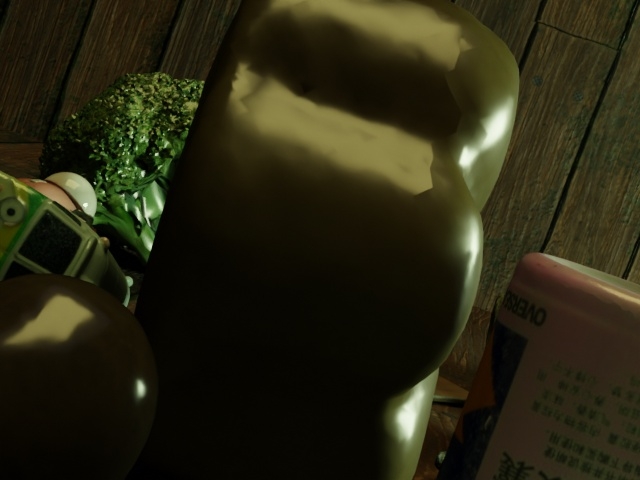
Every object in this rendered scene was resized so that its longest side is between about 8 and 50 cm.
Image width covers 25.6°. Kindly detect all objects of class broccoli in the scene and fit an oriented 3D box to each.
[{"bbox_3d":[-0.253,-0.101,2.102,0.321,0.310,0.413,25,-31,-21],"label":"broccoli"}]

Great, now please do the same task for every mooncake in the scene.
[{"bbox_3d":[0.000,0.000,1.185,0.262,0.467,0.467,18,6,0],"label":"mooncake"}]

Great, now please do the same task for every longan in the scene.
[{"bbox_3d":[-0.196,0.107,0.913,0.189,0.189,0.189,20,6,-2],"label":"longan"}]

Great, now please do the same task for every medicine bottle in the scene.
[{"bbox_3d":[0.172,0.169,0.972,0.178,0.290,0.178,21,5,-2],"label":"medicine bottle"}]

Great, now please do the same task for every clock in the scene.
[{"bbox_3d":[-0.309,0.009,1.504,0.093,0.166,0.162,22,13,30],"label":"clock"}]

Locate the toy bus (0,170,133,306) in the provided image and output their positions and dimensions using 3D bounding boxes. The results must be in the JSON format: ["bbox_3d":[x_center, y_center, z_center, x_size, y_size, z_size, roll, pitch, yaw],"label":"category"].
[{"bbox_3d":[-0.265,0.032,1.272,0.165,0.133,0.276,27,-10,3],"label":"toy bus"}]

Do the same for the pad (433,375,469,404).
[{"bbox_3d":[0.046,0.164,1.979,0.284,0.018,0.286,26,7,40],"label":"pad"}]

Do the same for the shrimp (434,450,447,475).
[{"bbox_3d":[0.204,0.261,1.381,0.233,0.071,0.365,19,1,20],"label":"shrimp"}]

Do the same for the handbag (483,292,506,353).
[{"bbox_3d":[0.328,0.185,1.626,0.341,0.247,0.240,20,-20,-8],"label":"handbag"}]
